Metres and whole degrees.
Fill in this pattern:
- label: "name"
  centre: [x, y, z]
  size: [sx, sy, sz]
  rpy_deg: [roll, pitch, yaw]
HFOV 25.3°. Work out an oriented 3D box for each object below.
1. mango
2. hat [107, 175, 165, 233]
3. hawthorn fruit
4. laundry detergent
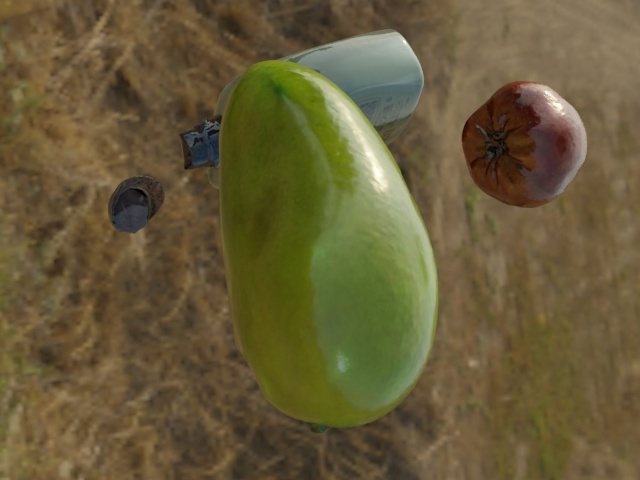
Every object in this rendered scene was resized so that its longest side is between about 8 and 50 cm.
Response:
- label: "mango"
  centre: [0.001, 0.007, 1.028]
  size: [0.185, 0.149, 0.273]
  rpy_deg: [82, -5, -53]
- label: "hat"
  centre: [-0.201, -0.048, 1.526]
  size: [0.087, 0.058, 0.042]
  rpy_deg: [108, -30, -46]
- label: "hawthorn fruit"
  centre: [0.211, -0.092, 1.412]
  size: [0.125, 0.140, 0.125]
  rpy_deg: [-166, -90, -78]
- label: "laundry detergent"
  centre: [-0.037, -0.126, 1.588]
  size: [0.280, 0.215, 0.105]
  rpy_deg: [-23, 74, -27]
